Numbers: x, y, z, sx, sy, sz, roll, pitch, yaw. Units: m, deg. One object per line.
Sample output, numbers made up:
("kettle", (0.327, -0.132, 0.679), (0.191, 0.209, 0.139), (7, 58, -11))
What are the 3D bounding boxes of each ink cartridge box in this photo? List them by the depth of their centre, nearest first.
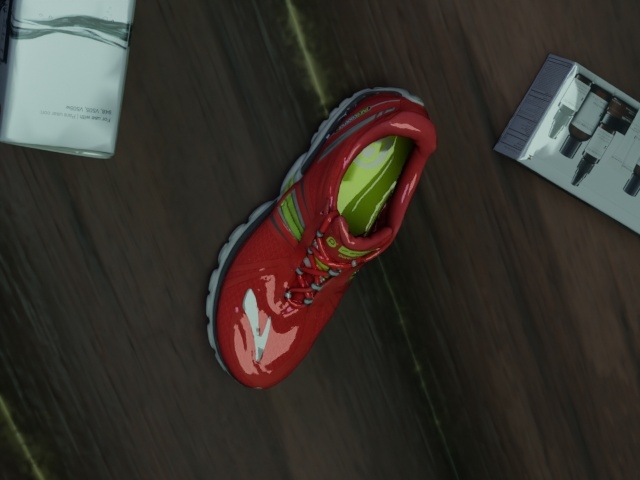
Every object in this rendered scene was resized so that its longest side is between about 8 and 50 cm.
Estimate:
("ink cartridge box", (-0.188, -0.177, 1.191), (0.087, 0.153, 0.208), (5, 102, -17))

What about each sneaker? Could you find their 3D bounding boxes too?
("sneaker", (0.000, 0.000, 1.312), (0.107, 0.118, 0.279), (27, 95, -21))

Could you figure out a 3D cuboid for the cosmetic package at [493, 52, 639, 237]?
("cosmetic package", (0.276, -0.059, 1.410), (0.239, 0.060, 0.099), (28, 96, -21))
